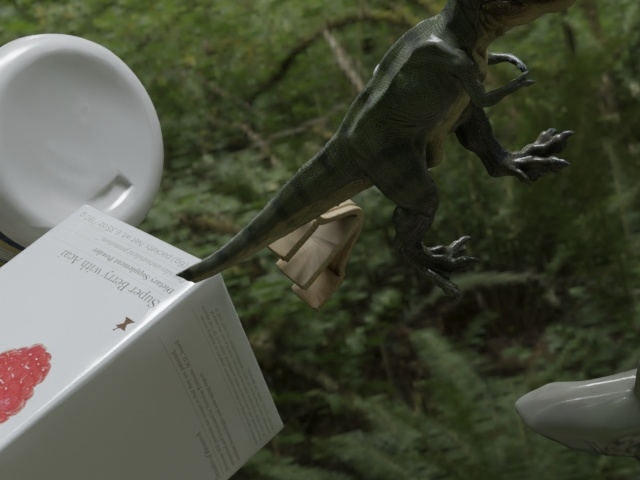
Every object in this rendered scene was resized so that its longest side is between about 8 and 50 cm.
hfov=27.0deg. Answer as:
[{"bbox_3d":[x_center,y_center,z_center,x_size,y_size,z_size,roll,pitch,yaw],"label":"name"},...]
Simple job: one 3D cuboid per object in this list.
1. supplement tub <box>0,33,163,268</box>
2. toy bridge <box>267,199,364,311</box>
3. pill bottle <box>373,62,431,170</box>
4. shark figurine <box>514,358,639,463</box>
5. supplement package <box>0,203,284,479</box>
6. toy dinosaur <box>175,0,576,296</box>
[{"bbox_3d":[-0.339,-0.078,1.427,0.228,0.228,0.316,-25,9,-40],"label":"supplement tub"},{"bbox_3d":[0.000,0.000,0.844,0.063,0.026,0.188,-49,-13,-6],"label":"toy bridge"},{"bbox_3d":[0.081,-0.125,1.331,0.065,0.065,0.116,-12,54,9],"label":"pill bottle"},{"bbox_3d":[0.275,0.074,0.950,0.278,0.116,0.166,-37,39,4],"label":"shark figurine"},{"bbox_3d":[-0.206,0.142,0.990,0.177,0.175,0.293,23,54,42],"label":"supplement package"},{"bbox_3d":[0.052,-0.041,0.679,0.268,0.118,0.064,-44,25,29],"label":"toy dinosaur"}]
